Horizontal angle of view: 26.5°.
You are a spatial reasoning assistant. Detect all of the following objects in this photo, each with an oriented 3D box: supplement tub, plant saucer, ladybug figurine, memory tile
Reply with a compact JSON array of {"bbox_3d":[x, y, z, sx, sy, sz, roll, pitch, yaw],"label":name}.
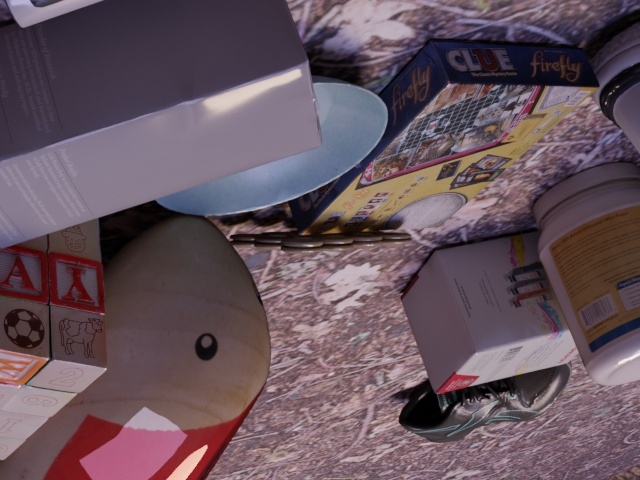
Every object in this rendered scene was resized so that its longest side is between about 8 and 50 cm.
[{"bbox_3d":[0.312,0.035,1.408,0.144,0.199,0.144,-16,159,-7],"label":"supplement tub"},{"bbox_3d":[-0.045,-0.082,1.056,0.195,0.037,0.195,-17,159,-7],"label":"plant saucer"},{"bbox_3d":[-0.175,0.173,1.204,0.449,0.162,0.305,-58,175,38],"label":"ladybug figurine"},{"bbox_3d":[0.000,0.000,1.236,0.148,0.012,0.113,-5,-173,-42],"label":"memory tile"}]

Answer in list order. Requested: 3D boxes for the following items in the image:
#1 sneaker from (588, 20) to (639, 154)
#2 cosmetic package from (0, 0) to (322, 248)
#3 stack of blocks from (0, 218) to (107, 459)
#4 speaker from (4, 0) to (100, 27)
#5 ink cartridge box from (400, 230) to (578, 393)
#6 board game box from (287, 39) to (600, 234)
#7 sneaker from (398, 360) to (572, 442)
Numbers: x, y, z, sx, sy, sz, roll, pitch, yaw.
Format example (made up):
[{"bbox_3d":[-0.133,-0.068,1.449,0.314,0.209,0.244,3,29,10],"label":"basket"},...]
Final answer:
[{"bbox_3d":[0.415,-0.095,1.170,0.366,0.210,0.137,-9,156,-24],"label":"sneaker"},{"bbox_3d":[-0.125,-0.090,0.888,0.238,0.107,0.127,-20,158,-6],"label":"cosmetic package"},{"bbox_3d":[-0.276,0.078,1.047,0.087,0.171,0.297,14,143,-34],"label":"stack of blocks"},{"bbox_3d":[-0.115,-0.168,0.771,0.136,0.055,0.055,-19,158,-1],"label":"speaker"},{"bbox_3d":[0.205,0.076,1.515,0.176,0.127,0.128,-10,156,-22],"label":"ink cartridge box"},{"bbox_3d":[0.099,-0.083,1.165,0.165,0.042,0.243,-3,153,-35],"label":"board game box"},{"bbox_3d":[0.230,0.219,1.914,0.267,0.101,0.106,-32,153,28],"label":"sneaker"}]
